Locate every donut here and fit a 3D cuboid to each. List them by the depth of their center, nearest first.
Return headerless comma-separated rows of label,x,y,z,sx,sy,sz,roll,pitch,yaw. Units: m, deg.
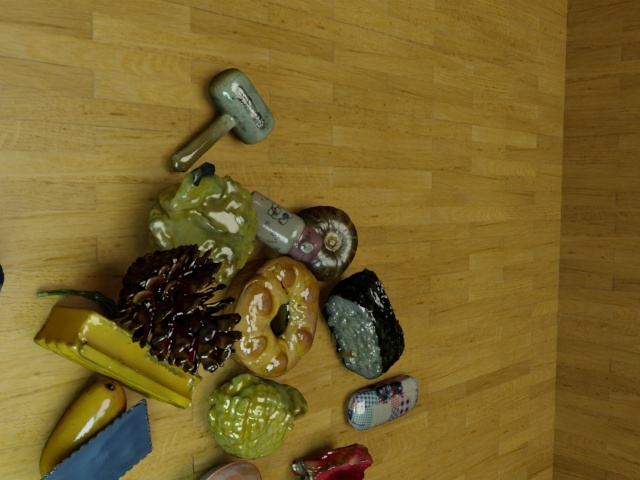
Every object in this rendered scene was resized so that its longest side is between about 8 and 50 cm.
donut,-0.131,0.202,1.732,0.317,0.150,0.299,-51,125,-30

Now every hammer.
hammer,-0.259,-0.273,1.614,0.305,0.113,0.201,-50,122,-23

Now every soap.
soap,-0.432,0.258,1.414,0.324,0.204,0.096,41,62,-38

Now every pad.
pad,-0.480,0.491,1.413,0.269,0.012,0.269,-36,153,-37

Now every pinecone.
pinecone,-0.275,0.145,1.324,0.246,0.246,0.292,-48,114,-30

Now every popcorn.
popcorn,-0.283,-0.023,1.511,0.293,0.237,0.292,-5,97,-48
popcorn,-0.175,0.471,1.705,0.286,0.174,0.225,34,85,-51

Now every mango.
mango,-0.513,0.414,1.402,0.253,0.113,0.138,-54,173,-5

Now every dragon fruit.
dragon fruit,0.014,0.683,1.918,0.212,0.134,0.262,16,118,-30

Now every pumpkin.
pumpkin,0.000,0.000,1.850,0.219,0.162,0.218,2,84,-20

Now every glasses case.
glasses case,0.212,0.534,2.136,0.328,0.076,0.125,-7,97,-43

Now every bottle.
bottle,-0.104,-0.028,1.697,0.233,0.110,0.109,32,67,-4

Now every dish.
dish,-0.273,0.672,1.663,0.260,0.085,0.260,-20,118,-43

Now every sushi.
sushi,0.139,0.255,1.963,0.171,0.211,0.349,-45,127,-38

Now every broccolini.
broccolini,-0.530,0.130,1.431,0.194,0.054,0.052,22,47,-36

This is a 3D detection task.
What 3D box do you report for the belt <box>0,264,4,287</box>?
belt,-0.684,0.035,1.218,0.122,0.128,0.218,-25,115,-8
